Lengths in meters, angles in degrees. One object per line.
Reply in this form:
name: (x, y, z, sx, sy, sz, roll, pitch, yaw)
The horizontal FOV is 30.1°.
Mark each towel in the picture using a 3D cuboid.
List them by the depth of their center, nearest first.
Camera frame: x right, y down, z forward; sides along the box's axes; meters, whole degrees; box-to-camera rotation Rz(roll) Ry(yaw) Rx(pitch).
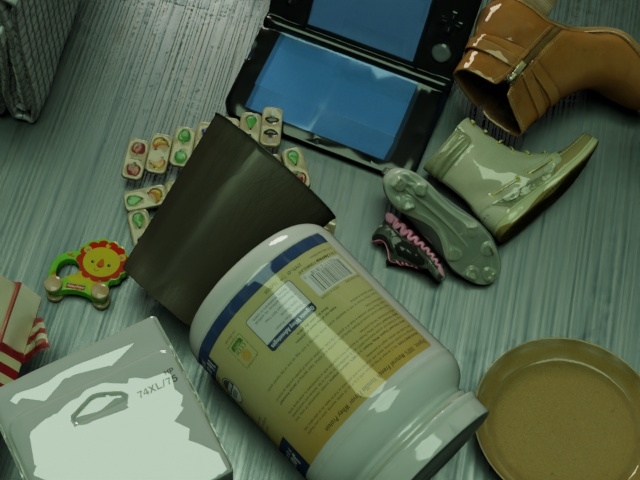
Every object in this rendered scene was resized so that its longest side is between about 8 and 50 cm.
towel: (-0.412, -0.325, 1.588, 0.121, 0.284, 0.235, 13, 65, 1)

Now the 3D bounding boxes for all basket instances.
basket: (-0.130, -0.011, 1.510, 0.204, 0.154, 0.227, 42, 85, -11)

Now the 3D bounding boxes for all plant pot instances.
plant pot: (0.308, 0.232, 1.496, 0.236, 0.032, 0.236, 0, 56, 0)

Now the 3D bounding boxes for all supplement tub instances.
supplement tub: (0.022, 0.159, 1.417, 0.228, 0.228, 0.316, -39, 72, -19)

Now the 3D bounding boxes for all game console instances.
game console: (0.044, -0.268, 1.660, 0.293, 0.250, 0.173, 21, 38, 6)

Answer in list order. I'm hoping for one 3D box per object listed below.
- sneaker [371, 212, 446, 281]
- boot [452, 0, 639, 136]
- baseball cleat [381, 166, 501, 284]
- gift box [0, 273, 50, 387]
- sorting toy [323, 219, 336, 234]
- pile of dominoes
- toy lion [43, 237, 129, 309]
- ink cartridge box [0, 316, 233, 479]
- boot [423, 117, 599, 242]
sneaker: (0.117, 0.019, 1.598, 0.057, 0.047, 0.119, -45, 73, 2)
boot: (0.329, -0.223, 1.649, 0.283, 0.109, 0.220, 40, 57, -10)
baseball cleat: (0.163, -0.029, 1.603, 0.072, 0.109, 0.206, -42, 103, 6)
gift box: (-0.477, 0.136, 1.362, 0.276, 0.258, 0.255, 3, 63, 29)
sorting toy: (0.000, 0.000, 1.597, 0.083, 0.012, 0.062, 15, 95, 3)
pile of dominoes: (-0.143, -0.077, 1.607, 0.251, 0.040, 0.196, -13, 75, -10)
toy lion: (-0.303, 0.039, 1.565, 0.100, 0.034, 0.096, 9, 57, 1)
ink cartridge box: (-0.224, 0.250, 1.334, 0.198, 0.270, 0.197, -25, 69, -14)
boot: (0.266, -0.116, 1.650, 0.213, 0.077, 0.165, -40, 70, -19)
